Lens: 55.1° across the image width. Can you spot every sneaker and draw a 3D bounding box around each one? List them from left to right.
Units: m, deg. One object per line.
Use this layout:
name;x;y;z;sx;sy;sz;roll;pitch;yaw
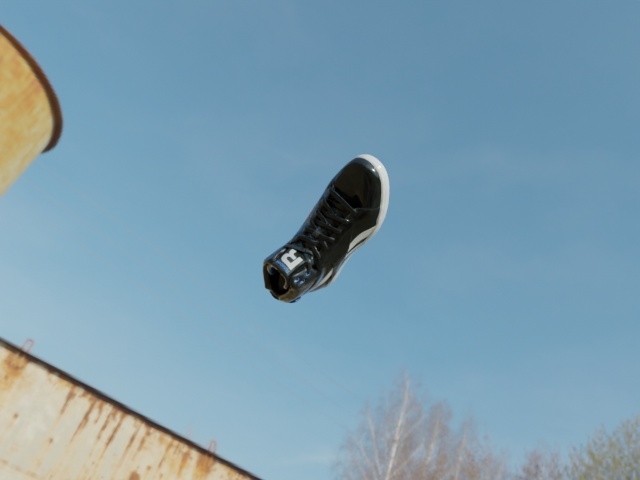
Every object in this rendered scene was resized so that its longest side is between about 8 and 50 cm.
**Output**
sneaker;0.000;0.000;0.744;0.079;0.121;0.217;41;-52;18
